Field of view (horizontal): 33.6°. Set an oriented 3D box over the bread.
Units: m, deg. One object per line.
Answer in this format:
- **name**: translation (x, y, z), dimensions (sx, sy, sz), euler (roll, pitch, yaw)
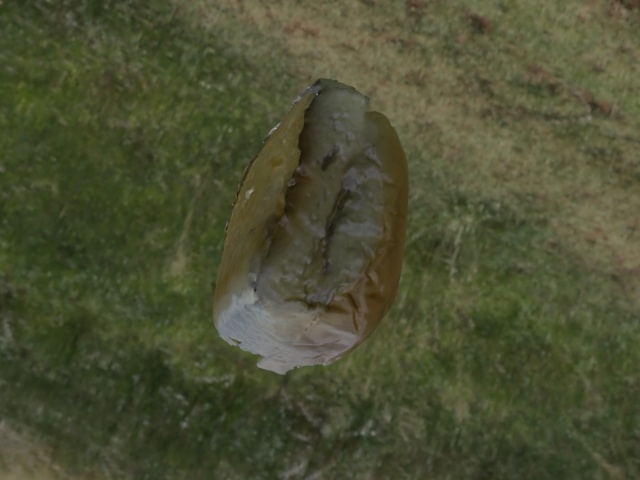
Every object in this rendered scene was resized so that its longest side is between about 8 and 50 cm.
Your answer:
- **bread**: translation (-0.001, -0.002, 0.509), dimensions (0.082, 0.125, 0.106), euler (21, 161, -17)
